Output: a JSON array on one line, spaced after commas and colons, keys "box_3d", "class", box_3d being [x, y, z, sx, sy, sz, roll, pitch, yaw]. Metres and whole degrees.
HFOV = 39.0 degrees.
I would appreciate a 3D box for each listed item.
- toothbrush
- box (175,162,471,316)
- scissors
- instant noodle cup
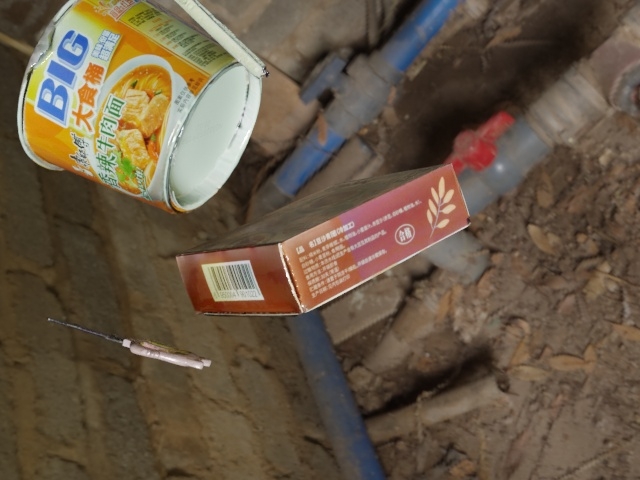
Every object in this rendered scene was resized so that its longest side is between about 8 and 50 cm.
[{"box_3d": [-0.164, -0.291, 1.087, 0.294, 0.028, 0.026, 43, 119, 12], "class": "toothbrush"}, {"box_3d": [0.000, 0.000, 1.561, 0.344, 0.385, 0.122, -6, 107, 55], "class": "box"}, {"box_3d": [-0.364, 0.189, 1.697, 0.318, 0.160, 0.024, 16, 87, 3], "class": "scissors"}, {"box_3d": [-0.225, -0.180, 1.217, 0.214, 0.296, 0.296, 27, 89, 13], "class": "instant noodle cup"}]
